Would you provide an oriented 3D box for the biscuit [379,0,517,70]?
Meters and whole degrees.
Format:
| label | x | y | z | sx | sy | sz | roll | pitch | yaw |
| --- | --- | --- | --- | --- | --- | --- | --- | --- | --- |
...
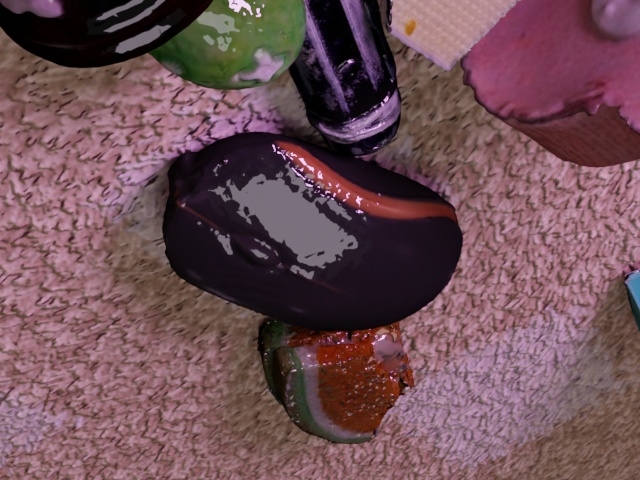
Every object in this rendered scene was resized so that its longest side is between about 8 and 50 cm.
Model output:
| label | x | y | z | sx | sy | sz | roll | pitch | yaw |
| --- | --- | --- | --- | --- | --- | --- | --- | --- | --- |
| biscuit | 0.134 | -0.251 | 0.934 | 0.147 | 0.046 | 0.250 | 24 | 119 | -38 |

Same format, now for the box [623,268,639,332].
| label | x | y | z | sx | sy | sz | roll | pitch | yaw |
| --- | --- | --- | --- | --- | --- | --- | --- | --- | --- |
| box | 0.485 | 0.152 | 1.338 | 0.205 | 0.311 | 0.118 | -21 | 150 | 4 |

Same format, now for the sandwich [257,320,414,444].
| label | x | y | z | sx | sy | sz | roll | pitch | yaw |
| --- | --- | --- | --- | --- | --- | --- | --- | --- | --- |
| sandwich | 0.027 | 0.165 | 1.377 | 0.159 | 0.079 | 0.235 | -18 | 140 | 1 |

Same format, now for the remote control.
| label | x | y | z | sx | sy | sz | roll | pitch | yaw |
| --- | --- | --- | --- | --- | --- | --- | --- | --- | --- |
| remote control | 0.015 | -0.151 | 1.011 | 0.090 | 0.066 | 0.266 | -19 | 140 | 5 |

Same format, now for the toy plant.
| label | x | y | z | sx | sy | sz | roll | pitch | yaw |
| --- | --- | --- | --- | --- | --- | --- | --- | --- | --- |
| toy plant | -0.130 | -0.187 | 0.839 | 0.218 | 0.175 | 0.235 | 6 | 161 | 15 |

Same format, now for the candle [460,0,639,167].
| label | x | y | z | sx | sy | sz | roll | pitch | yaw |
| --- | --- | --- | --- | --- | --- | --- | --- | --- | --- |
| candle | 0.279 | -0.183 | 0.947 | 0.131 | 0.287 | 0.317 | 25 | 169 | -42 |

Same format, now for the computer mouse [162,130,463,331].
| label | x | y | z | sx | sy | sz | roll | pitch | yaw |
| --- | --- | --- | --- | --- | --- | --- | --- | --- | --- |
| computer mouse | 0.002 | 0.004 | 1.155 | 0.323 | 0.116 | 0.183 | 16 | 127 | -33 |
